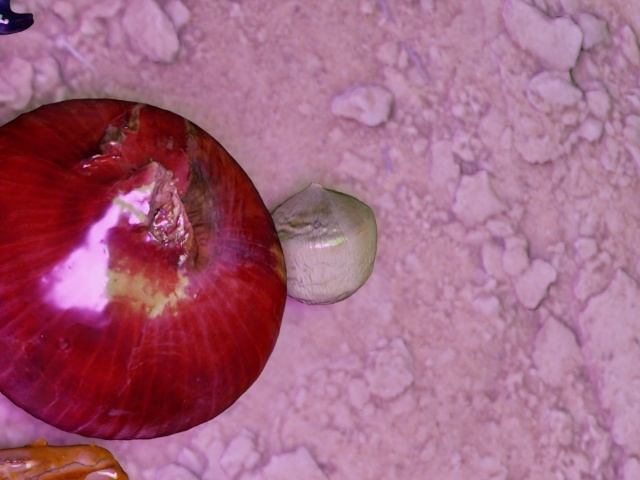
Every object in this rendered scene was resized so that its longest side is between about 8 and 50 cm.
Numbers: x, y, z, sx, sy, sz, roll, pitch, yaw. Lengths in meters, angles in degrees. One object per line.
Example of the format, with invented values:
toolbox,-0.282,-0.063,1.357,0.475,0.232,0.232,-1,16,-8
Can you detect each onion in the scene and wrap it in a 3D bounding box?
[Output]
onion,-0.137,0.018,1.100,0.248,0.161,0.248,-1,93,-14

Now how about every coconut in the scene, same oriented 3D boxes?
coconut,0.000,0.000,1.217,0.088,0.088,0.096,-19,119,-32

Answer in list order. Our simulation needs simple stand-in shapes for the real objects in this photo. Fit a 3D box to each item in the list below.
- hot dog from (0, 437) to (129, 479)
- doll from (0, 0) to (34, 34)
hot dog,-0.237,0.199,1.033,0.269,0.072,0.115,-14,112,-32
doll,-0.299,-0.139,1.038,0.177,0.141,0.314,44,59,-12
